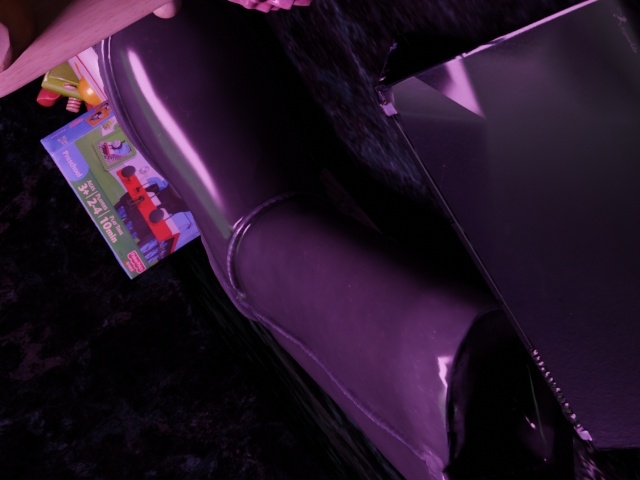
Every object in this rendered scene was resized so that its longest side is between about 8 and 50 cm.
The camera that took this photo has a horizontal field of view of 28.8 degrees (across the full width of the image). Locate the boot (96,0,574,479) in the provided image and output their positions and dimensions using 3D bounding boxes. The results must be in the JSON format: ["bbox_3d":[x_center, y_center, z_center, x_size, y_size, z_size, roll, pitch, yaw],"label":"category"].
[{"bbox_3d":[0.001,0.001,0.960,0.367,0.146,0.445,61,171,-32],"label":"boot"}]

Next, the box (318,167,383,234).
[{"bbox_3d":[0.029,0.000,1.221,0.094,0.027,0.137,50,168,26],"label":"box"}]

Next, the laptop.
[{"bbox_3d":[0.145,-0.021,0.674,0.234,0.136,0.264,58,-165,-12],"label":"laptop"}]

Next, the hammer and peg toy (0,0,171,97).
[{"bbox_3d":[-0.186,-0.215,0.637,0.266,0.361,0.127,60,-171,-18],"label":"hammer and peg toy"}]

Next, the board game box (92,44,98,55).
[{"bbox_3d":[-0.185,-0.250,1.146,0.186,0.126,0.026,54,170,6],"label":"board game box"}]

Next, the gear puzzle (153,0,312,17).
[{"bbox_3d":[-0.149,-0.246,0.913,0.339,0.175,0.044,47,126,40],"label":"gear puzzle"}]

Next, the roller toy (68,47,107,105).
[{"bbox_3d":[-0.182,-0.184,1.278,0.191,0.146,0.209,51,169,27],"label":"roller toy"}]

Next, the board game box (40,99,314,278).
[{"bbox_3d":[-0.127,-0.083,1.157,0.039,0.211,0.160,43,164,51],"label":"board game box"}]

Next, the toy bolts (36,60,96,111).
[{"bbox_3d":[-0.279,-0.253,1.693,0.218,0.158,0.228,17,172,-22],"label":"toy bolts"}]
